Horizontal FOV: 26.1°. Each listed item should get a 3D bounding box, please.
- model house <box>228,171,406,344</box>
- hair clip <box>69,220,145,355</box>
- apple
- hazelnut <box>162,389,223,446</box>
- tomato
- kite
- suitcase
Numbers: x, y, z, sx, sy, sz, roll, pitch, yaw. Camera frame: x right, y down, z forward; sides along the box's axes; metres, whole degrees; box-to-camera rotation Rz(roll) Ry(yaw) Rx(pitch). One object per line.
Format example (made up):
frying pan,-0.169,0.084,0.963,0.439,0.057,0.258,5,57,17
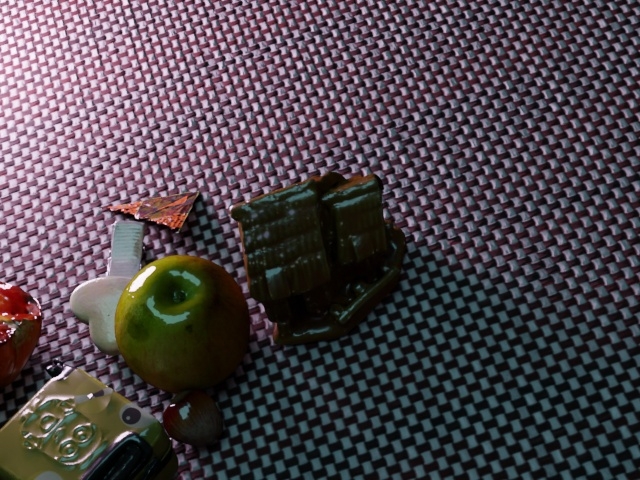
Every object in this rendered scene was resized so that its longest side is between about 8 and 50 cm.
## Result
model house,0.001,0.001,1.933,0.199,0.229,0.220,-10,50,13
hair clip,-0.286,0.070,2.051,0.159,0.071,0.219,-2,55,9
apple,-0.193,0.112,1.918,0.196,0.196,0.196,-7,50,8
hazelnut,-0.171,0.244,1.872,0.086,0.086,0.086,-7,50,8
tomato,-0.516,0.155,1.987,0.200,0.140,0.233,15,22,16
kite,-0.237,-0.055,2.152,0.125,0.008,0.222,-26,26,-35
suitcase,-0.316,0.292,1.820,0.235,0.143,0.194,27,61,32
